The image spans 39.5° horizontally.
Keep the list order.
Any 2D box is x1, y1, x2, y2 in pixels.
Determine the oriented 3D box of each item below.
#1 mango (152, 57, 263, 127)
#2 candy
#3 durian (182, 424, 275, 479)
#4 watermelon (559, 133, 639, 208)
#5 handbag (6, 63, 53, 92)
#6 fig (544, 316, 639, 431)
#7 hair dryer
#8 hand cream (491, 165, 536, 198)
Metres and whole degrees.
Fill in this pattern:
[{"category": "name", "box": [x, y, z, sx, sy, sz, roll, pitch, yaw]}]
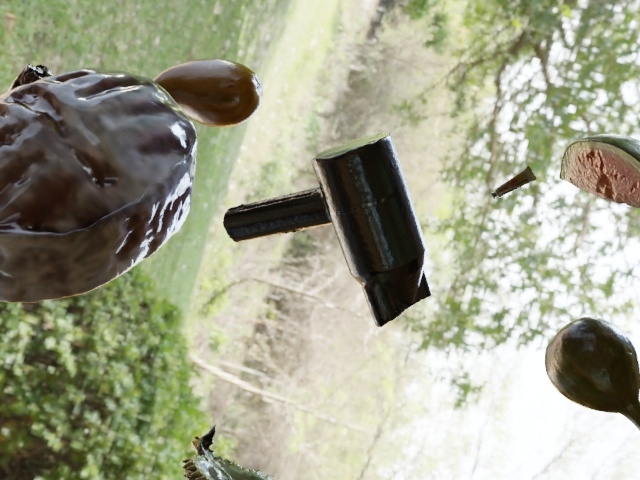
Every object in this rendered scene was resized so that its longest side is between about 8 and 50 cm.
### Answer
[{"category": "mango", "box": [-0.166, -0.217, 1.303, 0.085, 0.184, 0.102, 54, 51, -52]}, {"category": "candy", "box": [-0.252, -0.065, 0.890, 0.289, 0.214, 0.157, -38, 155, -39]}, {"category": "durian", "box": [-0.108, 0.356, 1.093, 0.138, 0.237, 0.193, -48, 150, 6]}, {"category": "watermelon", "box": [0.381, -0.103, 1.129, 0.069, 0.163, 0.087, -34, 127, -23]}, {"category": "handbag", "box": [-0.468, -0.178, 1.434, 0.235, 0.127, 0.213, -48, 169, 17]}, {"category": "fig", "box": [0.390, 0.208, 1.172, 0.236, 0.124, 0.124, 61, -27, 32]}, {"category": "hair dryer", "box": [0.000, 0.000, 1.253, 0.116, 0.302, 0.245, -33, 109, -54]}, {"category": "hand cream", "box": [0.422, -0.124, 1.957, 0.102, 0.035, 0.022, -31, 173, 19]}]
